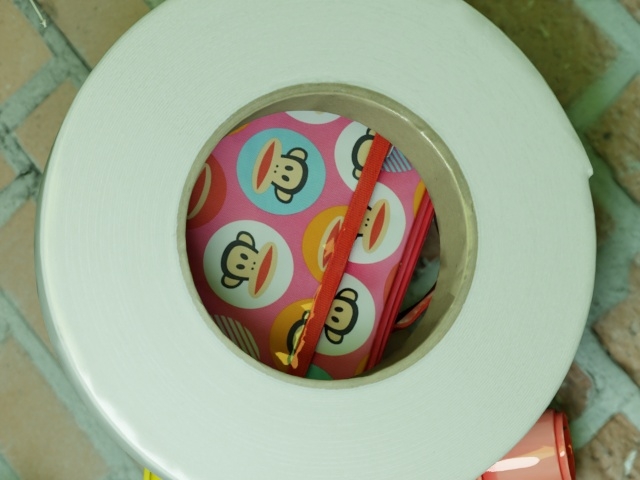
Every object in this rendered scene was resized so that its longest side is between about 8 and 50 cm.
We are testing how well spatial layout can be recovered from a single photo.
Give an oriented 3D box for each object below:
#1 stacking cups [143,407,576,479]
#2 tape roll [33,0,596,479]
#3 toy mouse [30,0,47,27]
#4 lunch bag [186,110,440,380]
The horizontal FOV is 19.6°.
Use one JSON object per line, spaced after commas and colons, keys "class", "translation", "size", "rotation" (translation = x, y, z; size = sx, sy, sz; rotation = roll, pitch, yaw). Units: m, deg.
{"class": "stacking cups", "translation": [0.032, 0.180, 1.389], "size": [0.316, 0.096, 0.096], "rotation": [-7, 83, 10]}
{"class": "tape roll", "translation": [0.000, 0.000, 1.270], "size": [0.392, 0.072, 0.392], "rotation": [1, 83, -12]}
{"class": "toy mouse", "translation": [-0.289, -0.247, 1.539], "size": [0.143, 0.031, 0.161], "rotation": [-4, 84, 15]}
{"class": "lunch bag", "translation": [-0.023, -0.013, 1.365], "size": [0.258, 0.120, 0.293], "rotation": [21, 79, -9]}
